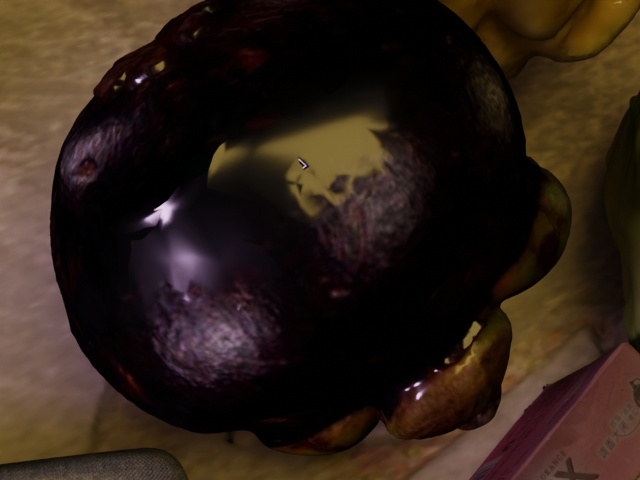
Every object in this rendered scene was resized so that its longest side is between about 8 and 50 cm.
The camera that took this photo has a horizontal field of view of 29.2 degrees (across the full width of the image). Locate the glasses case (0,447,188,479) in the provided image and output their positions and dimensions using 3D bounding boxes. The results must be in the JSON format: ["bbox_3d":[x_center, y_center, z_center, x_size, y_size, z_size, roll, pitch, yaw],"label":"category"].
[{"bbox_3d":[-0.216,0.185,0.610,0.323,0.074,0.131,-4,67,-19],"label":"glasses case"}]

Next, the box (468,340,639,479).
[{"bbox_3d":[0.137,0.136,0.721,0.060,0.111,0.156,43,64,4],"label":"box"}]

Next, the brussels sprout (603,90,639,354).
[{"bbox_3d":[0.311,-0.005,0.770,0.259,0.227,0.294,-3,33,-29],"label":"brussels sprout"}]

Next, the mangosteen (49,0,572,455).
[{"bbox_3d":[-0.004,-0.003,0.675,0.287,0.287,0.233,-31,42,-26],"label":"mangosteen"}]

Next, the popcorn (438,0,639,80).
[{"bbox_3d":[0.079,-0.281,0.805,0.382,0.349,0.349,24,58,28],"label":"popcorn"}]
